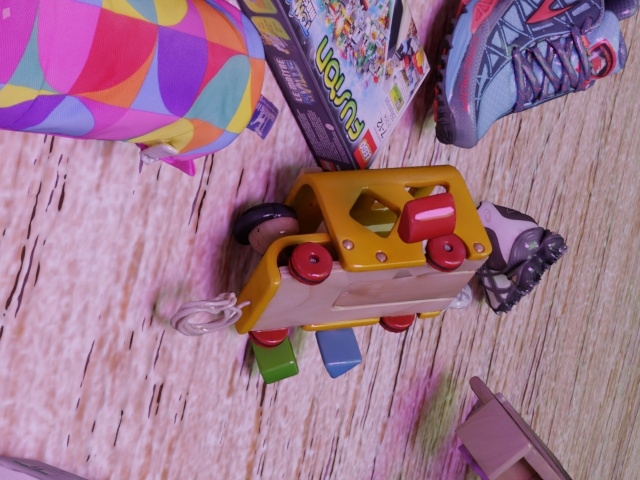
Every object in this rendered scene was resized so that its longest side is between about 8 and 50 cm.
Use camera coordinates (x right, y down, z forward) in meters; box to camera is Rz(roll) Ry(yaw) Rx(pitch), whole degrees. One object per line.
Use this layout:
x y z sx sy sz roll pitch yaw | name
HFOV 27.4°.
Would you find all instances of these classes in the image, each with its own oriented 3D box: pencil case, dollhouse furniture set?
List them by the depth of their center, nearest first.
-0.119 -0.091 0.634 0.236 0.104 0.104 8 98 -59 | pencil case
0.107 0.306 1.271 0.303 0.198 0.286 -40 124 3 | dollhouse furniture set

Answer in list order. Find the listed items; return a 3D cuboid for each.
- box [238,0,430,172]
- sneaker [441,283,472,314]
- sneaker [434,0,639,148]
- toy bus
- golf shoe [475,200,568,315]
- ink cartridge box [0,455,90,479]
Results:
0.012 -0.144 0.888 0.114 0.036 0.207 -59 148 -21 | box
0.113 0.042 1.167 0.083 0.032 0.036 -18 121 -56 | sneaker
0.185 -0.166 1.068 0.262 0.125 0.104 -53 155 -31 | sneaker
0.009 0.002 0.891 0.202 0.191 0.104 41 26 -59 | toy bus
0.165 0.008 1.200 0.077 0.094 0.198 -49 172 -12 | golf shoe
-0.176 0.223 0.775 0.224 0.056 0.181 60 51 -76 | ink cartridge box
